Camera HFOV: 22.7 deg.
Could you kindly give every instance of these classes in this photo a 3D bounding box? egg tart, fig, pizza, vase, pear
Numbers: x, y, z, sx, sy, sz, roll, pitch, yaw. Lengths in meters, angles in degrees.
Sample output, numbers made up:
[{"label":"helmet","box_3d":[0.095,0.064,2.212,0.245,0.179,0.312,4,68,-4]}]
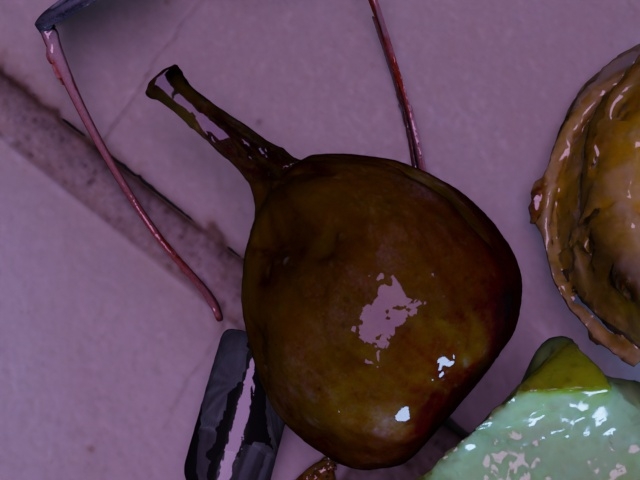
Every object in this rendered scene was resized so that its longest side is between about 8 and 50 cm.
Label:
[{"label":"egg tart","box_3d":[0.267,-0.042,1.043,0.278,0.095,0.279,-10,63,21]},{"label":"fig","box_3d":[0.008,-0.001,1.006,0.190,0.190,0.290,-33,99,-4]},{"label":"pizza","box_3d":[-0.007,0.180,1.092,0.037,0.016,0.083,36,82,1]},{"label":"vase","box_3d":[-0.066,0.167,1.074,0.059,0.060,0.211,14,80,4]},{"label":"pear","box_3d":[0.160,0.234,1.001,0.286,0.176,0.282,-40,83,-4]}]

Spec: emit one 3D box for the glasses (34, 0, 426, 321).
[{"label":"glasses","box_3d":[-0.054,-0.100,1.133,0.234,0.118,0.268,-22,101,-3]}]
